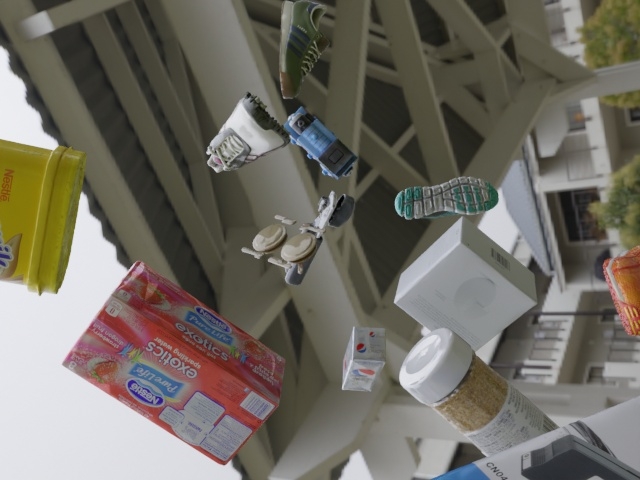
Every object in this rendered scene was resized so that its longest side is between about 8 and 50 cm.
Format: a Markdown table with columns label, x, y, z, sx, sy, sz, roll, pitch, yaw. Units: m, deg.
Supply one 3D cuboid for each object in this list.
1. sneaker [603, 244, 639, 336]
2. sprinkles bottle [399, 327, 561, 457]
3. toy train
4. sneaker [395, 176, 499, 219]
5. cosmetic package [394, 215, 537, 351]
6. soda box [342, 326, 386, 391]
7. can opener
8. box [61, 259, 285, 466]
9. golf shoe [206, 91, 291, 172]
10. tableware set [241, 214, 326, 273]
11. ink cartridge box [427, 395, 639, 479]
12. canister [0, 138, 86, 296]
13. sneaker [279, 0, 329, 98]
| label | x | y | z | sx | sy | sz | roll | pitch | yaw |
| --- | --- | --- | --- | --- | --- | --- | --- | --- | --- |
| sneaker | 0.289 | 0.032 | 0.586 | 0.175 | 0.068 | 0.064 | -29 | -81 | -55 |
| sprinkles bottle | 0.293 | 0.295 | 1.103 | 0.355 | 0.121 | 0.121 | 41 | -133 | -10 |
| toy train | 0.001 | -0.207 | 1.448 | 0.184 | 0.080 | 0.105 | 44 | 180 | -1 |
| sneaker | 0.206 | -0.067 | 1.114 | 0.076 | 0.167 | 0.064 | 30 | -123 | -83 |
| cosmetic package | 0.330 | 0.109 | 1.548 | 0.224 | 0.224 | 0.138 | 39 | -151 | -8 |
| soda box | 0.090 | 0.255 | 1.435 | 0.216 | 0.069 | 0.073 | 99 | 175 | -61 |
| can opener | 0.000 | 0.000 | 1.704 | 0.095 | 0.283 | 0.076 | 16 | -146 | -16 |
| box | -0.220 | 0.192 | 1.063 | 0.300 | 0.154 | 0.142 | 35 | -164 | -10 |
| golf shoe | -0.129 | -0.168 | 1.158 | 0.120 | 0.273 | 0.105 | -44 | -84 | -9 |
| tableware set | -0.078 | 0.013 | 1.528 | 0.128 | 0.194 | 0.039 | -46 | -53 | -21 |
| ink cartridge box | 0.329 | 0.347 | 0.726 | 0.395 | 0.285 | 0.166 | -14 | -64 | -20 |
| canister | -0.294 | -0.030 | 0.560 | 0.073 | 0.170 | 0.126 | -119 | 42 | -69 |
| sneaker | -0.027 | -0.354 | 1.239 | 0.064 | 0.086 | 0.192 | 54 | -143 | -75 |
